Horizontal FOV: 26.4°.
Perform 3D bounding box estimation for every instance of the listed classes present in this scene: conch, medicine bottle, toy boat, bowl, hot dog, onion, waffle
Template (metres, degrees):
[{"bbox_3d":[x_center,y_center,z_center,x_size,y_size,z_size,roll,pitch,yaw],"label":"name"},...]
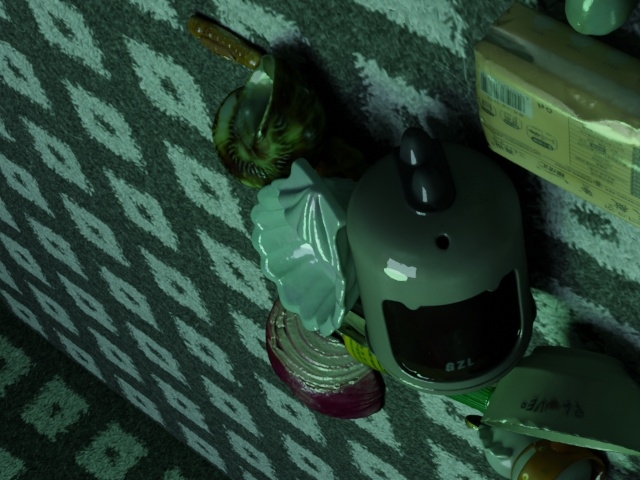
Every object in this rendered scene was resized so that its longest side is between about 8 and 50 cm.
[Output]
[{"bbox_3d":[-0.060,-0.155,1.771,0.181,0.124,0.187,45,125,53],"label":"conch"},{"bbox_3d":[0.160,0.187,2.067,0.309,0.076,0.111,20,157,44],"label":"medicine bottle"},{"bbox_3d":[0.000,0.000,1.741,0.199,0.100,0.290,51,157,18],"label":"toy boat"},{"bbox_3d":[0.244,-0.225,1.187,0.065,0.088,0.180,-7,161,7],"label":"conch"},{"bbox_3d":[0.315,0.197,1.706,0.212,0.112,0.211,12,169,2],"label":"bowl"},{"bbox_3d":[-0.124,-0.258,1.811,0.137,0.028,0.044,32,163,25],"label":"hot dog"},{"bbox_3d":[-0.012,0.244,2.437,0.250,0.111,0.247,34,155,19],"label":"onion"},{"bbox_3d":[0.062,-0.046,1.850,0.238,0.059,0.243,33,154,34],"label":"waffle"}]

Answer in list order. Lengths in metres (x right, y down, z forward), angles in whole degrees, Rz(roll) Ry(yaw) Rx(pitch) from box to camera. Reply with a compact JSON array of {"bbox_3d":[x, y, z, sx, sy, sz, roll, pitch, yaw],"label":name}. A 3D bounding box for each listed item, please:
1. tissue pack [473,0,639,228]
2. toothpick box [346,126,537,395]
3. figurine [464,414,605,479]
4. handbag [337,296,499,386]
[{"bbox_3d":[0.259,-0.113,1.301,0.222,0.090,0.186,30,161,28],"label":"tissue pack"},{"bbox_3d":[0.139,0.010,1.618,0.229,0.229,0.316,30,153,31],"label":"toothpick box"},{"bbox_3d":[0.313,0.329,1.988,0.271,0.143,0.143,16,146,47],"label":"figurine"},{"bbox_3d":[0.098,0.114,1.919,0.316,0.109,0.253,32,-178,31],"label":"handbag"}]
